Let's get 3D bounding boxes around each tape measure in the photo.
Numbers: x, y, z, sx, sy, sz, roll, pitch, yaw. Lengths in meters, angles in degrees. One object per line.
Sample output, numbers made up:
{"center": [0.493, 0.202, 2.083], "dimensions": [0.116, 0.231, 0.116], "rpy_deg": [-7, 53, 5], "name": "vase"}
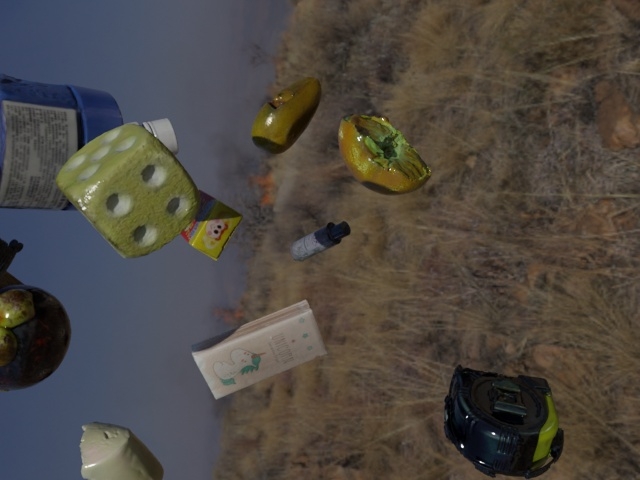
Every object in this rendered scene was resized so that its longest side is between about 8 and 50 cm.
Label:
{"center": [0.309, 0.298, 0.968], "dimensions": [0.186, 0.199, 0.112], "rpy_deg": [-69, -15, -63], "name": "tape measure"}

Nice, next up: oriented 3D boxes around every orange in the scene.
{"center": [0.184, -0.267, 1.845], "dimensions": [0.196, 0.334, 0.262], "rpy_deg": [-43, 10, 17], "name": "orange"}

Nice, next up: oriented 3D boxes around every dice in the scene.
{"center": [-0.324, -0.084, 0.987], "dimensions": [0.169, 0.169, 0.166], "rpy_deg": [28, 155, 48], "name": "dice"}

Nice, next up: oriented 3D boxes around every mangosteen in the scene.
{"center": [-0.560, 0.172, 1.033], "dimensions": [0.217, 0.192, 0.192], "rpy_deg": [53, -142, -80], "name": "mangosteen"}

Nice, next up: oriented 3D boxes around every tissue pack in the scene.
{"center": [-0.156, 0.286, 1.519], "dimensions": [0.071, 0.325, 0.170], "rpy_deg": [-118, 7, -59], "name": "tissue pack"}

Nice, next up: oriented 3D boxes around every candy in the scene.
{"center": [-0.320, -0.052, 1.619], "dimensions": [0.146, 0.088, 0.276], "rpy_deg": [-57, 28, -1], "name": "candy"}

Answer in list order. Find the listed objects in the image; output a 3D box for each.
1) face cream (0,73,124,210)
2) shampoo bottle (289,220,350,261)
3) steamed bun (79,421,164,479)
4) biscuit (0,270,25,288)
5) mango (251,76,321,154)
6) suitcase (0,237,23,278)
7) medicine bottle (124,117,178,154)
{"center": [-0.530, -0.181, 1.114], "dimensions": [0.249, 0.225, 0.249], "rpy_deg": [0, 91, 46], "name": "face cream"}
{"center": [0.000, 0.000, 1.721], "dimensions": [0.214, 0.072, 0.072], "rpy_deg": [-26, 55, 40], "name": "shampoo bottle"}
{"center": [-0.539, 0.584, 1.487], "dimensions": [0.170, 0.200, 0.225], "rpy_deg": [-56, -50, -44], "name": "steamed bun"}
{"center": [-0.853, 0.195, 1.644], "dimensions": [0.318, 0.040, 0.318], "rpy_deg": [51, 172, 10], "name": "biscuit"}
{"center": [-0.095, -0.365, 1.680], "dimensions": [0.262, 0.130, 0.167], "rpy_deg": [-50, -11, -15], "name": "mango"}
{"center": [-0.875, 0.088, 1.298], "dimensions": [0.229, 0.152, 0.335], "rpy_deg": [50, -127, -47], "name": "suitcase"}
{"center": [-0.561, -0.287, 1.749], "dimensions": [0.139, 0.237, 0.139], "rpy_deg": [45, 145, 45], "name": "medicine bottle"}
